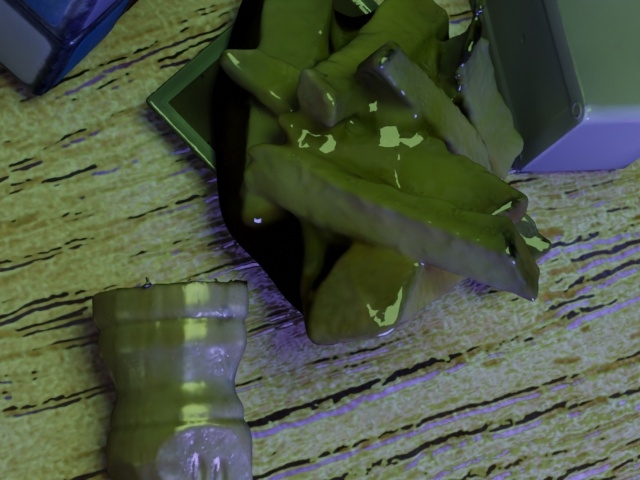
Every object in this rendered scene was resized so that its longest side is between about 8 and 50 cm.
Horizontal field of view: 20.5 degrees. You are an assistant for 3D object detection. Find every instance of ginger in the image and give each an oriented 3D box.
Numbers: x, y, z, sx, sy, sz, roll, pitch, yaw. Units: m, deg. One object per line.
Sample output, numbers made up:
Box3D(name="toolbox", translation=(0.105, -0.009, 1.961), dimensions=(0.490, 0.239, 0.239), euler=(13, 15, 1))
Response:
Box3D(name="ginger", translation=(0.092, -0.102, 1.630), dimensions=(0.358, 0.211, 0.413), euler=(2, 66, -30))

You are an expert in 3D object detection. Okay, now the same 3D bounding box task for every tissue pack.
Box3D(name="tissue pack", translation=(0.261, -0.208, 1.814), dimensions=(0.136, 0.159, 0.246), euler=(-4, 72, -26))

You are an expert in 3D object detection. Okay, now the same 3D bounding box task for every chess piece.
Box3D(name="chess piece", translation=(-0.117, 0.185, 1.508), dimensions=(0.137, 0.137, 0.300), euler=(-2, 82, -27))

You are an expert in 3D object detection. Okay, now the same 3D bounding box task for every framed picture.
Box3D(name="framed picture", translation=(-0.004, -0.131, 1.725), dimensions=(0.231, 0.018, 0.293), euler=(46, 54, -2))

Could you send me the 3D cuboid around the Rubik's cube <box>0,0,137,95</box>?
Box3D(name="Rubik's cube", translation=(-0.230, -0.403, 1.539), dimensions=(0.362, 0.363, 0.359), euler=(42, 56, -7))
